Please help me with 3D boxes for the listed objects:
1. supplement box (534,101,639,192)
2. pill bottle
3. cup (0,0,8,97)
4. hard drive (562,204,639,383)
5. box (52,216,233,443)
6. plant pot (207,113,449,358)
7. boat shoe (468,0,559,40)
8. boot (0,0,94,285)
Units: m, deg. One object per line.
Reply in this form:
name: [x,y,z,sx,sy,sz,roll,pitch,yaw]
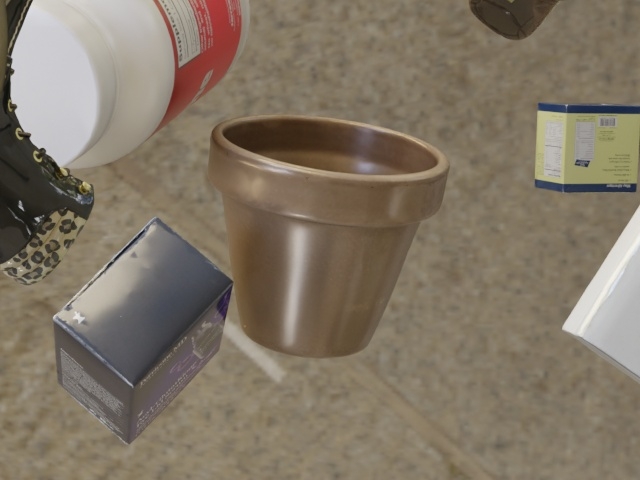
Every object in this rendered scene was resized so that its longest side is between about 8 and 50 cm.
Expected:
supplement box: [0.255,-0.089,1.439,0.083,0.056,0.083,-1,98,-21]
pill bottle: [-0.238,-0.211,1.612,0.229,0.229,0.407,66,22,-13]
cup: [-0.308,-0.111,0.839,0.331,0.237,0.331,-8,106,-30]
hard drive: [0.395,-0.010,1.324,0.233,0.047,0.353,34,88,-22]
box: [-0.183,0.096,1.545,0.108,0.207,0.153,40,68,9]
plant pot: [0.000,0.000,1.670,0.263,0.263,0.229,-5,111,-33]
boat shoe: [0.148,-0.189,0.934,0.068,0.190,0.072,39,74,-7]
boot: [-0.247,-0.093,1.192,0.179,0.085,0.236,34,81,-40]
